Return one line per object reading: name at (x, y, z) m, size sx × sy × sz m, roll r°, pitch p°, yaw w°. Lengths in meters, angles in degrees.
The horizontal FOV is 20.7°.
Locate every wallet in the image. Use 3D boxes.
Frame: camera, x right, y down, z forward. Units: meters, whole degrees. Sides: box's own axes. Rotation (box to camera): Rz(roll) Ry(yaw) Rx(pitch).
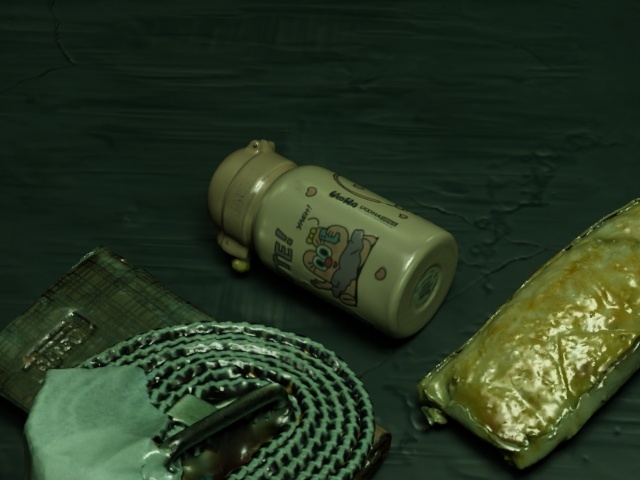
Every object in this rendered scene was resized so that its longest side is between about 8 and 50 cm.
wallet at (-0.113, 0.129, 1.372) m, size 0.317 × 0.044 × 0.169 m, roll 32°, pitch 60°, yaw 25°

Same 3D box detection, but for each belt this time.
belt at (-0.088, 0.164, 1.193) m, size 0.257 × 0.150 × 0.207 m, roll -25°, pitch 48°, yaw -38°

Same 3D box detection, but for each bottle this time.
bottle at (0.000, 0.000, 1.432) m, size 0.209 × 0.097 × 0.110 m, roll 28°, pitch 104°, yaw 27°

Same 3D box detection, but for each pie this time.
pie at (0.202, 0.065, 1.371) m, size 0.282 × 0.068 × 0.128 m, roll -41°, pitch 57°, yaw -18°
